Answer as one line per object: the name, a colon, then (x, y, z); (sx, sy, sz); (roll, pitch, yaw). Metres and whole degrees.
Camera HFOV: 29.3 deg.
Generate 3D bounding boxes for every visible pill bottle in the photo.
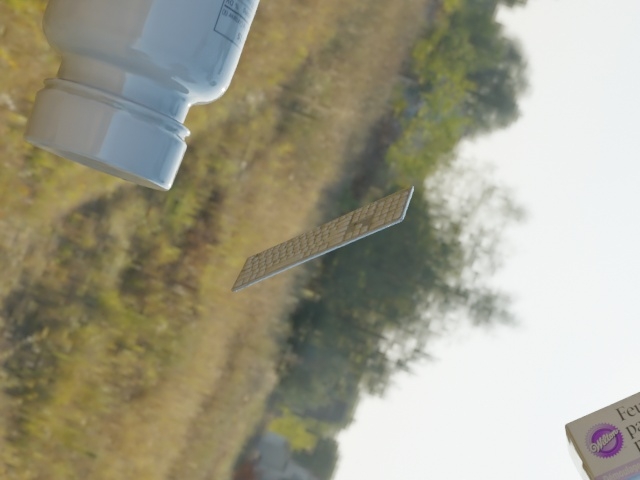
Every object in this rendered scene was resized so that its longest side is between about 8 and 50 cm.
pill bottle: (-0.110, -0.157, 0.812); (0.131, 0.131, 0.229); (87, 21, -86)

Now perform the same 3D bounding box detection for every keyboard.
keyboard: (0.000, 0.000, 1.479); (0.256, 0.014, 0.072); (-24, -161, 30)

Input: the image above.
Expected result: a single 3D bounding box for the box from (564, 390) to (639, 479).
box: (0.351, 0.116, 0.956); (0.067, 0.324, 0.063); (68, -2, -56)
